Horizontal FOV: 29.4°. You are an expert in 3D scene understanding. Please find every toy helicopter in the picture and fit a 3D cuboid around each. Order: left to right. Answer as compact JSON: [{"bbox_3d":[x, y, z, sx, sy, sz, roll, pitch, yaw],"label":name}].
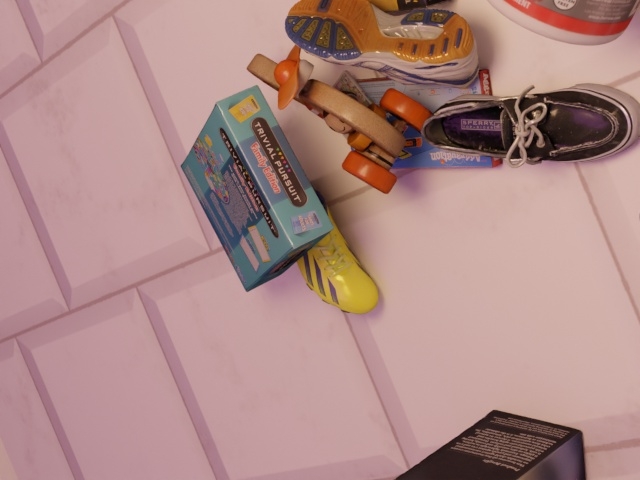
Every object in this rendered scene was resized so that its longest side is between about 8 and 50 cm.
[{"bbox_3d":[-0.015,-0.219,1.853,0.355,0.235,0.140,34,95,48],"label":"toy helicopter"}]

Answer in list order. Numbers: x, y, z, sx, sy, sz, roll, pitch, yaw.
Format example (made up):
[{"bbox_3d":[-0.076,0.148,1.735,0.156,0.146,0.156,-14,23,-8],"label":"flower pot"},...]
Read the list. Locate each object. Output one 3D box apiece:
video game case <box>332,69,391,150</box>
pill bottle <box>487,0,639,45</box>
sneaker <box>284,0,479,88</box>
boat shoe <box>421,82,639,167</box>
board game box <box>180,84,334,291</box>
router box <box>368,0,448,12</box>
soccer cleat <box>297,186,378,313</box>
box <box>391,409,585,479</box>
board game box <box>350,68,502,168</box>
[{"bbox_3d":[0.056,-0.198,1.944,0.122,0.011,0.087,52,135,15],"label":"video game case"},{"bbox_3d":[0.340,-0.433,1.449,0.210,0.210,0.363,41,132,25],"label":"pill bottle"},{"bbox_3d":[0.087,-0.274,1.772,0.296,0.112,0.131,17,164,26],"label":"sneaker"},{"bbox_3d":[0.284,-0.158,1.685,0.306,0.105,0.113,10,112,33],"label":"boat shoe"},{"bbox_3d":[-0.111,-0.074,1.990,0.254,0.079,0.336,62,159,5],"label":"board game box"},{"bbox_3d":[0.062,-0.489,1.797,0.243,0.081,0.309,2,108,45],"label":"router box"},{"bbox_3d":[-0.001,0.000,2.058,0.289,0.093,0.121,53,153,18],"label":"soccer cleat"},{"bbox_3d":[0.263,0.462,1.858,0.183,0.294,0.296,7,113,43],"label":"box"},{"bbox_3d":[0.150,-0.183,1.884,0.281,0.027,0.145,3,108,44],"label":"board game box"}]
